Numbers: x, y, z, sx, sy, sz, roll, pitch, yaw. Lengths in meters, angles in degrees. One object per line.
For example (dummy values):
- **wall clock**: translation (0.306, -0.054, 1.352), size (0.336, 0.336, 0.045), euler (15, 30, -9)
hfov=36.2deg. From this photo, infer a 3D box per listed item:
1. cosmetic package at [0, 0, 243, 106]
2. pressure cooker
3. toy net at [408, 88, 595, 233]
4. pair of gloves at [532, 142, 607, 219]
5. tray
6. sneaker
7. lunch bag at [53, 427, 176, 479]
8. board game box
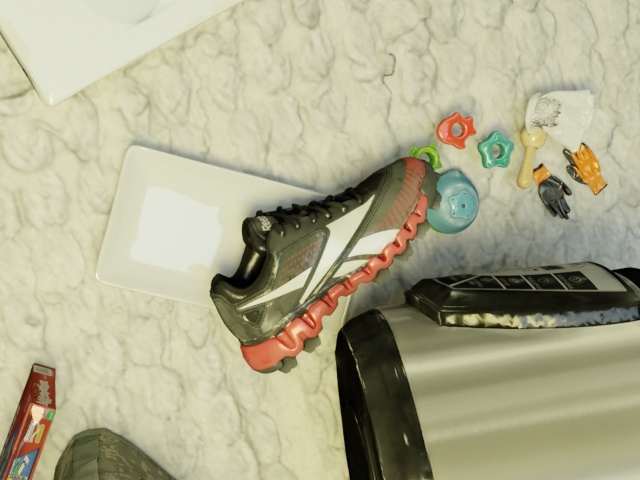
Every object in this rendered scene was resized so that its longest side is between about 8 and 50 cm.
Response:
- **cosmetic package**: translation (-0.210, -0.272, 0.884), size (0.224, 0.138, 0.224), euler (-31, 107, -10)
- **pressure cooker**: translation (0.242, 0.215, 0.956), size (0.420, 0.370, 0.375), euler (-8, 140, -4)
- **toy net**: translation (0.198, -0.109, 1.084), size (0.232, 0.045, 0.122), euler (-36, 105, -11)
- **pair of gloves**: translation (0.288, -0.070, 1.132), size (0.083, 0.010, 0.074), euler (-37, 107, -8)
- **tray**: translation (-0.087, 0.002, 1.020), size (0.270, 0.030, 0.145), euler (14, 95, -18)
- **sneaker**: translation (0.000, 0.000, 0.977), size (0.276, 0.097, 0.135), euler (-44, 110, -5)
- **lunch bag**: translation (-0.181, 0.339, 0.933), size (0.169, 0.235, 0.287), euler (-13, 102, -9)
- **board game box**: translation (-0.310, 0.268, 0.931), size (0.027, 0.145, 0.281), euler (19, 92, -16)
